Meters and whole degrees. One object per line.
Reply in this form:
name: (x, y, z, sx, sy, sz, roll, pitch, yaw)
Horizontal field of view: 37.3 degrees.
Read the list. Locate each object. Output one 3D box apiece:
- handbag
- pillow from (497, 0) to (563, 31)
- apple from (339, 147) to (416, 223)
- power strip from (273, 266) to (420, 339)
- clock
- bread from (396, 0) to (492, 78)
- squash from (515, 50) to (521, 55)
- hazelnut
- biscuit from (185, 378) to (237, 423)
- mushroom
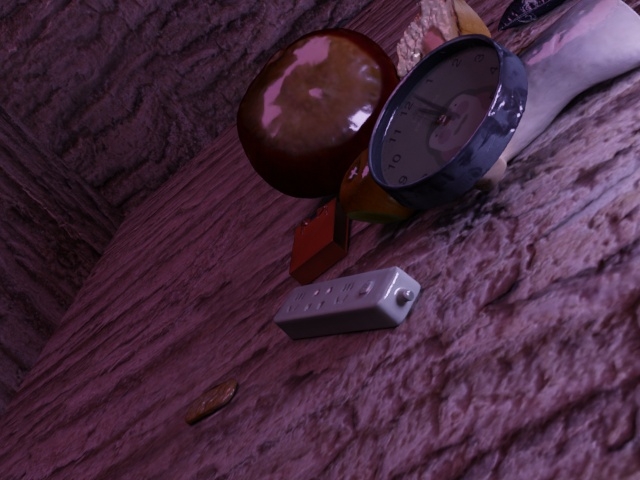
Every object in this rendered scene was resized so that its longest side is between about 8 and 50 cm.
handbag: (0.000, 0.000, 1.998, 0.127, 0.063, 0.190, -39, 22, 22)
pillow: (0.487, -0.533, 2.092, 0.141, 0.055, 0.208, -47, 16, -33)
apple: (0.124, -0.098, 1.800, 0.163, 0.147, 0.146, -60, 14, -3)
power strip: (0.041, 0.110, 1.642, 0.385, 0.062, 0.091, -17, 36, 58)
clock: (0.206, -0.204, 1.608, 0.319, 0.066, 0.319, -38, 35, 33)
bread: (0.259, -0.429, 2.111, 0.184, 0.211, 0.224, -22, 22, 37)
squash: (0.430, -0.341, 1.762, 0.069, 0.069, 0.258, -52, 20, -20)
hazelnut: (-0.003, -0.294, 2.202, 0.409, 0.359, 0.359, -52, 18, -15)
biscuit: (-0.213, 0.312, 1.844, 0.147, 0.018, 0.071, -32, 24, 33)
mushroom: (0.370, -0.247, 1.596, 0.397, 0.126, 0.177, -41, 40, 20)
